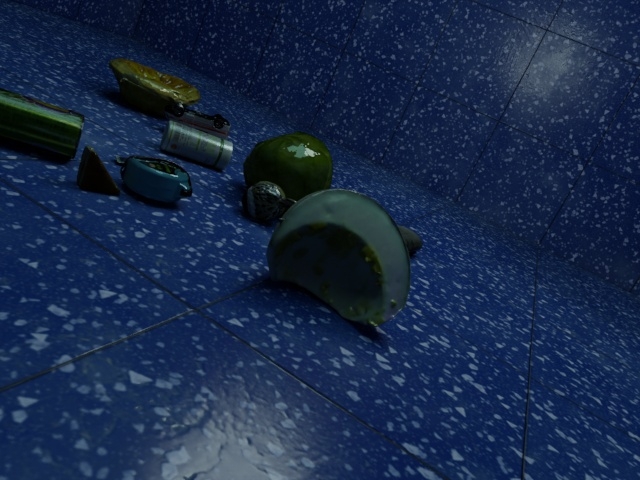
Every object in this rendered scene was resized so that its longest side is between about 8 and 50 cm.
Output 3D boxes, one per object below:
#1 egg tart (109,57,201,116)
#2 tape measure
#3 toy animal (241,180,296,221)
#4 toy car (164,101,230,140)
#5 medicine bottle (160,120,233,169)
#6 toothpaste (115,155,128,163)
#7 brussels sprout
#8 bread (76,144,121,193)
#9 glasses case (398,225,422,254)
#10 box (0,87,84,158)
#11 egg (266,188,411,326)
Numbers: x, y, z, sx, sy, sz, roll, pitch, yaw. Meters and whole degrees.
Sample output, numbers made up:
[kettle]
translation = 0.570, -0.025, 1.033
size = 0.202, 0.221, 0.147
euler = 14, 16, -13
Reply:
[egg tart]
translation = -0.576, -0.516, 1.863
size = 0.341, 0.132, 0.341
euler = 22, 16, -7
[tape measure]
translation = -0.335, -0.128, 1.115
size = 0.146, 0.081, 0.125
euler = 15, 16, -30
[toy animal]
translation = -0.124, -0.088, 1.260
size = 0.098, 0.098, 0.137
euler = 10, 3, -40
[toy car]
translation = -0.391, -0.356, 1.697
size = 0.209, 0.108, 0.089
euler = 15, 21, -19
[medicine bottle]
translation = -0.344, -0.263, 1.504
size = 0.183, 0.086, 0.086
euler = 17, 18, -25
[toothpaste]
translation = -0.406, -0.174, 1.257
size = 0.139, 0.021, 0.037
euler = 10, 23, -36
[brussels sprout]
translation = -0.089, -0.181, 1.421
size = 0.271, 0.210, 0.219
euler = 18, 31, 40
[bread]
translation = -0.427, -0.120, 1.017
size = 0.043, 0.062, 0.109
euler = 44, -17, 43
[glasses case]
translation = 0.184, 0.003, 1.485
size = 0.114, 0.060, 0.299
euler = 35, 19, 23
[box]
translation = -0.642, -0.251, 1.031
size = 0.345, 0.097, 0.134
euler = 15, 11, -29
[egg]
translation = 0.029, 0.024, 1.004
size = 0.270, 0.207, 0.161
euler = 30, -17, -13
